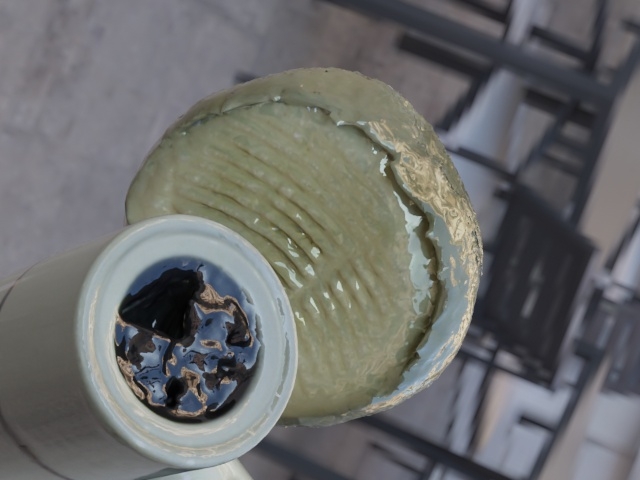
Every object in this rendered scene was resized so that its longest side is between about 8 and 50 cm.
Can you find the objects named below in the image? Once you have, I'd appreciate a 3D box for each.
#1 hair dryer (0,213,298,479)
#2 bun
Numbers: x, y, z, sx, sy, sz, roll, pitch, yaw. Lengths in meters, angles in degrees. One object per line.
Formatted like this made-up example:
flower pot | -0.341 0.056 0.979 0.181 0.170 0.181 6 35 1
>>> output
hair dryer | -0.047 0.158 1.070 0.128 0.362 0.203 -44 -165 -33
bun | 0.000 0.000 1.398 0.152 0.259 0.259 -33 143 -66
